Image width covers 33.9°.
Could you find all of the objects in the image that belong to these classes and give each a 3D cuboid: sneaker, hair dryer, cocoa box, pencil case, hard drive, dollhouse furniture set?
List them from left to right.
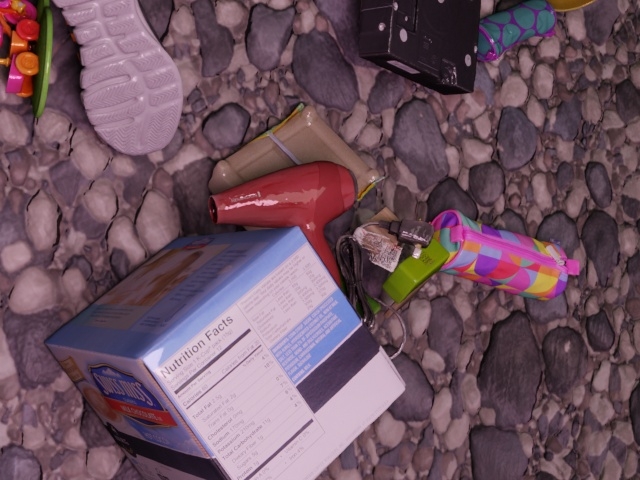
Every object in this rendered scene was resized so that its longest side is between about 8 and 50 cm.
[{"bbox_3d":[-0.251,-0.269,1.281,0.125,0.180,0.321,-13,131,-4],"label":"sneaker"},{"bbox_3d":[-0.123,0.140,1.208,0.231,0.347,0.228,-41,107,-25],"label":"cocoa box"},{"bbox_3d":[-0.004,-0.008,1.449,0.301,0.151,0.197,46,56,11],"label":"dollhouse furniture set"},{"bbox_3d":[0.000,0.000,1.303,0.294,0.080,0.223,25,56,-3],"label":"hair dryer"},{"bbox_3d":[0.153,-0.401,1.517,0.237,0.064,0.338,10,84,-52],"label":"hard drive"},{"bbox_3d":[0.273,0.024,1.594,0.236,0.104,0.104,14,81,-29],"label":"pencil case"},{"bbox_3d":[0.299,-0.329,1.643,0.152,0.064,0.070,-28,86,-28],"label":"pencil case"}]

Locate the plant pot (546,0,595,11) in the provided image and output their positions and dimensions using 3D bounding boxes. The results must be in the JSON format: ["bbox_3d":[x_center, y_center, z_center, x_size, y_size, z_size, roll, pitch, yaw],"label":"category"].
[{"bbox_3d":[0.399,-0.448,1.683,0.134,0.134,0.095,4,58,-30],"label":"plant pot"}]

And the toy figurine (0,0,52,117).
[{"bbox_3d":[-0.398,-0.233,1.211,0.159,0.130,0.173,5,63,-21],"label":"toy figurine"}]
